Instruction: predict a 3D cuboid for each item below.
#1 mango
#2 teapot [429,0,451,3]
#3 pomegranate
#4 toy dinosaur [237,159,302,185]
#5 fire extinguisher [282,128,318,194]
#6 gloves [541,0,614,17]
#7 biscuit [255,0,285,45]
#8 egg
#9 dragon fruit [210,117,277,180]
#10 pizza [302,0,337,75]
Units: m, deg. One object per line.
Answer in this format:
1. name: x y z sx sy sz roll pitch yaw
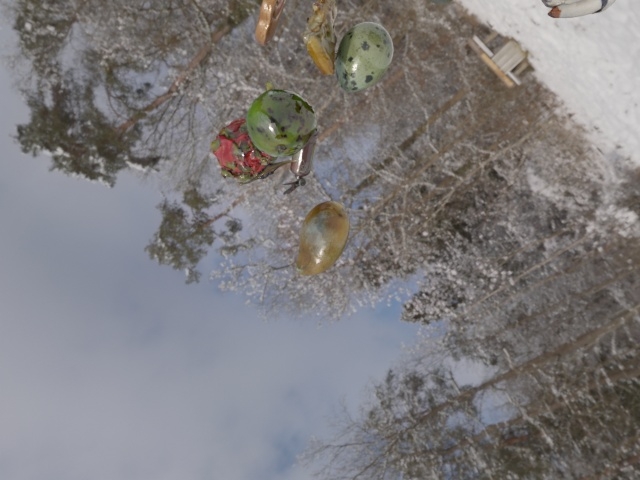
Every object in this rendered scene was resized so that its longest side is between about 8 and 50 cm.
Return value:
1. mango: 0.000 0.000 1.792 0.192 0.316 0.146 35 -166 32
2. teapot: 0.294 -0.761 1.222 0.321 0.239 0.239 28 171 9
3. pomegranate: -0.120 -0.371 1.421 0.211 0.211 0.263 15 -124 -39
4. toy dinosaur: -0.139 -0.187 1.275 0.037 0.180 0.058 60 175 -20
5. fire extinguisher: -0.082 -0.280 1.678 0.106 0.252 0.075 2 -149 -20
6. gloves: 0.669 -0.615 1.185 0.131 0.218 0.140 47 -176 -25
7. biscuit: -0.157 -0.947 1.781 0.078 0.455 0.350 21 -136 -6
8. egg: 0.136 -0.589 1.538 0.177 0.228 0.177 28 -163 -9
9. dragon fruit: -0.303 -0.357 1.874 0.231 0.302 0.237 -39 -61 -40
10. pizza: 0.017 -0.642 1.440 0.189 0.071 0.297 56 -146 -50
